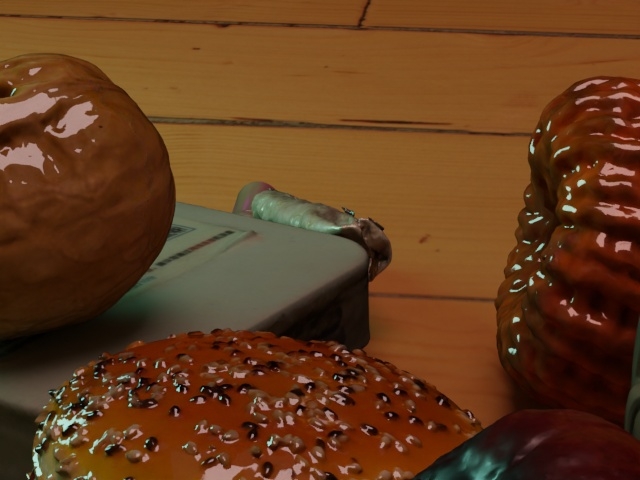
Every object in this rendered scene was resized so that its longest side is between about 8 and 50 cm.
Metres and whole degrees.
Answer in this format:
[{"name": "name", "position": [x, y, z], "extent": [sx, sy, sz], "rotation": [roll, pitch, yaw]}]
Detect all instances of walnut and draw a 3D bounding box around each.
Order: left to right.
[{"name": "walnut", "position": [-0.214, -0.029, 1.201], "extent": [0.221, 0.195, 0.195], "rotation": [-21, 28, -26]}]

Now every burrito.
[{"name": "burrito", "position": [0.000, 0.000, 1.531], "extent": [0.060, 0.087, 0.226], "rotation": [-43, 17, -10]}]

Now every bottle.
[{"name": "bottle", "position": [-0.066, -0.022, 1.684], "extent": [0.045, 0.045, 0.096], "rotation": [2, 23, 4]}]

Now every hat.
[{"name": "hat", "position": [0.340, 0.017, 1.294], "extent": [0.400, 0.285, 0.285], "rotation": [5, 21, 3]}]

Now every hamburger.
[{"name": "hamburger", "position": [-0.036, 0.156, 1.030], "extent": [0.300, 0.176, 0.300], "rotation": [1, 19, 0]}]

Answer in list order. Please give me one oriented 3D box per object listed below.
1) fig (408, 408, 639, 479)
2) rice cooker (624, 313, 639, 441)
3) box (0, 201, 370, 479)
[{"name": "fig", "position": [0.098, 0.203, 0.827], "extent": [0.224, 0.263, 0.224], "rotation": [-3, 64, 5]}, {"name": "rice cooker", "position": [0.338, 0.109, 0.948], "extent": [0.325, 0.335, 0.335], "rotation": [-2, 21, -11]}, {"name": "box", "position": [-0.210, 0.065, 1.362], "extent": [0.396, 0.111, 0.396], "rotation": [13, 24, 32]}]
